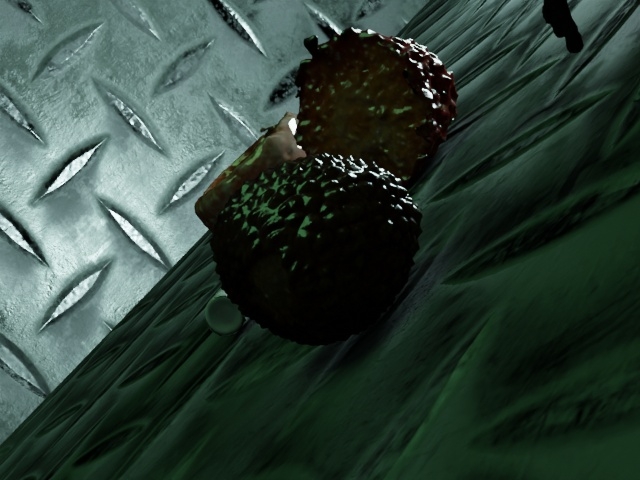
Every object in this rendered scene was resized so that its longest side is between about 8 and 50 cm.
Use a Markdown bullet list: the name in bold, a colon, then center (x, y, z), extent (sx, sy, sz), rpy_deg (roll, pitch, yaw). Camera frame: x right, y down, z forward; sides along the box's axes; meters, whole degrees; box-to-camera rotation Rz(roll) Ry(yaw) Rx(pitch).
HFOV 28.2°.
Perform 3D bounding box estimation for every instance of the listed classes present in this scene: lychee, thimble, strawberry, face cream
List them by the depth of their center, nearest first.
- **lychee**: center (0.000, 0.000, 1.167), extent (0.188, 0.188, 0.188), rpy_deg (-43, 8, 7)
- **strawberry**: center (0.088, -0.175, 1.679), extent (0.234, 0.233, 0.178), rpy_deg (-37, -13, 38)
- **face cream**: center (-0.102, 0.071, 1.781), extent (0.092, 0.058, 0.243), rpy_deg (-47, 1, 19)
- **thimble**: center (-0.078, -0.080, 2.038), extent (0.239, 0.162, 0.239), rpy_deg (-44, 8, 7)

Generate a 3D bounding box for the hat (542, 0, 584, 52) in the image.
- **hat**: center (0.344, -0.324, 1.350), extent (0.336, 0.208, 0.238), rpy_deg (2, -16, -40)

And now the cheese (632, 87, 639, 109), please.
- **cheese**: center (0.298, -0.147, 0.923), extent (0.092, 0.047, 0.171), rpy_deg (-46, 8, -24)
